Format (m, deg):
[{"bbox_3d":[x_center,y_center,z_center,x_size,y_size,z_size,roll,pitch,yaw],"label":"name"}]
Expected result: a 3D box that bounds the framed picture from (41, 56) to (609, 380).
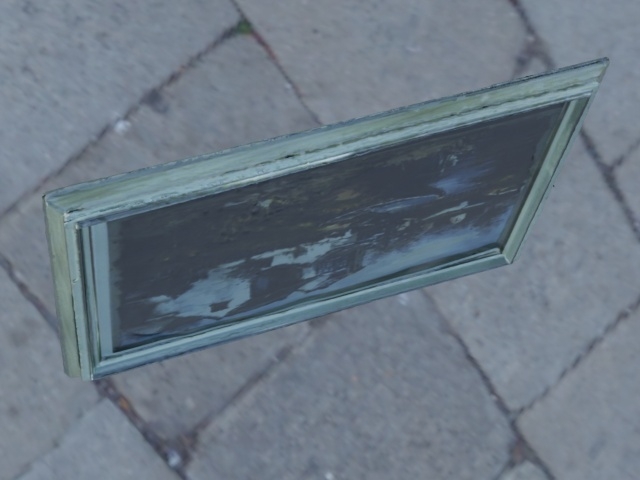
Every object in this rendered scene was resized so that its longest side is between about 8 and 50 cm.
[{"bbox_3d":[0.000,0.000,0.867,0.296,0.232,0.019,-15,66,-12],"label":"framed picture"}]
